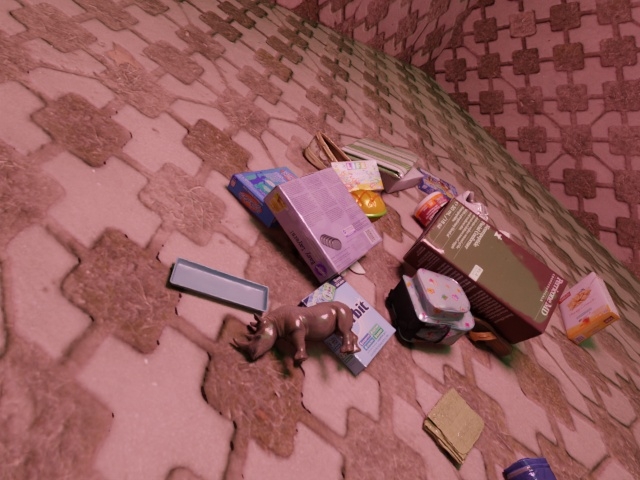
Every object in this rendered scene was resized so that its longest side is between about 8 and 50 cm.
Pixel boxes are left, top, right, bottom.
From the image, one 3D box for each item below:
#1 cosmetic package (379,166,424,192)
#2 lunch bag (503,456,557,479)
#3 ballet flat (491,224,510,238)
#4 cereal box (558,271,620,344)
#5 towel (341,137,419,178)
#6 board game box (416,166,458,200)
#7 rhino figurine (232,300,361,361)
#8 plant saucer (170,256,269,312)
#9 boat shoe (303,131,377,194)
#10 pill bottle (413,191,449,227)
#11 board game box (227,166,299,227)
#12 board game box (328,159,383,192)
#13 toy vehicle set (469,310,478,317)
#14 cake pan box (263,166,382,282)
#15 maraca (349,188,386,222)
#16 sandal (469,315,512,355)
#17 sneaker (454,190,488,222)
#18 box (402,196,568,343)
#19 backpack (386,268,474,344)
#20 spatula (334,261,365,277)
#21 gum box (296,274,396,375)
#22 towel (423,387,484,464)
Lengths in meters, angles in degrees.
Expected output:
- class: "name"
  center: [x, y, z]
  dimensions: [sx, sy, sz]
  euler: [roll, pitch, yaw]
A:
- class: "cosmetic package"
  center: [0.292, -0.242, 1.599]
  dimensions: [0.099, 0.060, 0.239]
  euler: [49, 36, 17]
- class: "lunch bag"
  center: [0.431, 0.479, 0.866]
  dimensions: [0.099, 0.067, 0.065]
  euler: [14, 41, -32]
- class: "ballet flat"
  center: [0.608, 0.032, 1.451]
  dimensions: [0.280, 0.096, 0.095]
  euler: [63, -9, -8]
- class: "cereal box"
  center: [0.948, 0.238, 1.515]
  dimensions: [0.047, 0.173, 0.240]
  euler: [34, 34, -3]
- class: "towel"
  center: [0.223, -0.310, 1.558]
  dimensions: [0.248, 0.038, 0.325]
  euler: [22, 25, 11]
- class: "board game box"
  center: [0.490, -0.220, 1.771]
  dimensions: [0.201, 0.035, 0.136]
  euler: [25, 36, -17]
- class: "rhino figurine"
  center: [-0.041, 0.171, 0.792]
  dimensions: [0.244, 0.073, 0.106]
  euler: [-3, 68, -19]
- class: "plant saucer"
  center: [-0.192, 0.090, 0.820]
  dimensions: [0.192, 0.018, 0.067]
  euler: [22, 37, -21]
- class: "boat shoe"
  center: [0.077, -0.234, 1.373]
  dimensions: [0.285, 0.089, 0.104]
  euler: [37, 34, -1]
- class: "pill bottle"
  center: [0.434, -0.053, 1.449]
  dimensions: [0.121, 0.121, 0.221]
  euler: [-13, 58, -49]
- class: "board game box"
  center: [-0.110, -0.119, 1.102]
  dimensions: [0.160, 0.047, 0.210]
  euler: [44, 34, 18]
- class: "board game box"
  center: [0.111, -0.195, 1.315]
  dimensions: [0.154, 0.026, 0.103]
  euler: [-8, 73, -19]
- class: "toy vehicle set"
  center: [0.414, 0.127, 1.288]
  dimensions: [0.166, 0.035, 0.267]
  euler: [36, 34, 4]
- class: "cake pan box"
  center: [0.020, -0.052, 1.055]
  dimensions: [0.245, 0.070, 0.267]
  euler: [56, 37, 1]
- class: "maraca"
  center: [0.101, -0.100, 1.238]
  dimensions: [0.186, 0.099, 0.127]
  euler: [5, 27, -5]
- class: "sandal"
  center: [0.440, 0.261, 1.144]
  dimensions: [0.180, 0.072, 0.049]
  euler: [39, 55, -4]
- class: "sneaker"
  center: [0.571, -0.068, 1.581]
  dimensions: [0.111, 0.129, 0.296]
  euler: [11, 43, -36]
- class: "box"
  center: [0.442, 0.082, 1.155]
  dimensions: [0.382, 0.143, 0.191]
  euler: [38, 63, 5]
- class: "backpack"
  center: [0.282, 0.167, 1.040]
  dimensions: [0.189, 0.144, 0.165]
  euler: [21, 32, -26]
- class: "spatula"
  center: [0.000, 0.000, 1.094]
  dimensions: [0.168, 0.019, 0.242]
  euler: [-8, 54, -45]
- class: "gum box"
  center: [0.057, 0.174, 0.918]
  dimensions: [0.184, 0.041, 0.157]
  euler: [44, 36, 12]
- class: "towel"
  center: [0.279, 0.381, 0.884]
  dimensions: [0.110, 0.027, 0.148]
  euler: [48, 37, 17]
